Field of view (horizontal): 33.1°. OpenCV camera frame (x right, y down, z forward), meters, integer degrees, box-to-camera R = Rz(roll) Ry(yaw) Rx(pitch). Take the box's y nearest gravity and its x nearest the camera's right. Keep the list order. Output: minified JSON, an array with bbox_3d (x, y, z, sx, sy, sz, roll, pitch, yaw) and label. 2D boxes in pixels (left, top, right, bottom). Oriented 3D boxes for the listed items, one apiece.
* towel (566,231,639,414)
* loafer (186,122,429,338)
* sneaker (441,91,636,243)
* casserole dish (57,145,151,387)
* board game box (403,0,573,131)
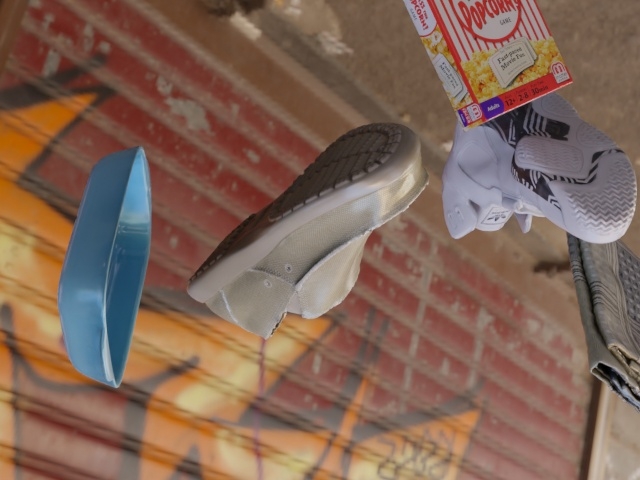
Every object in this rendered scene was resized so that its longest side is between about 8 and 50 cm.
[{"bbox_3d":[0.450,0.129,1.470,0.056,0.324,0.312,-32,123,29],"label":"towel"},{"bbox_3d":[0.000,0.000,0.823,0.092,0.102,0.268,43,140,-12],"label":"loafer"},{"bbox_3d":[0.267,-0.064,1.377,0.137,0.366,0.210,-5,128,-19],"label":"sneaker"},{"bbox_3d":[-0.150,0.015,0.759,0.037,0.188,0.114,2,135,0],"label":"casserole dish"},{"bbox_3d":[0.182,-0.236,1.204,0.147,0.193,0.045,-26,-179,-32],"label":"board game box"}]
